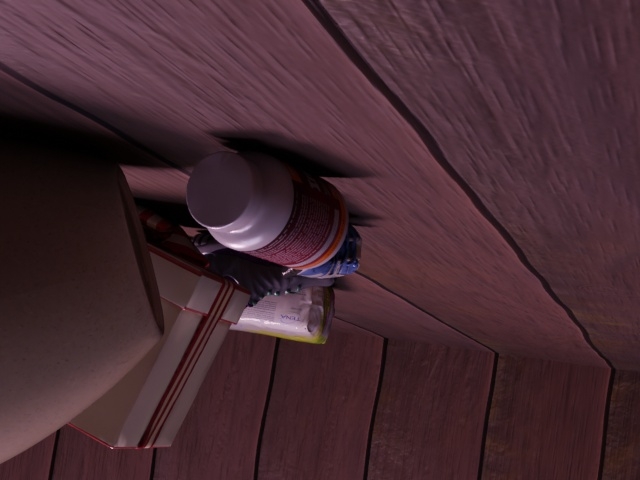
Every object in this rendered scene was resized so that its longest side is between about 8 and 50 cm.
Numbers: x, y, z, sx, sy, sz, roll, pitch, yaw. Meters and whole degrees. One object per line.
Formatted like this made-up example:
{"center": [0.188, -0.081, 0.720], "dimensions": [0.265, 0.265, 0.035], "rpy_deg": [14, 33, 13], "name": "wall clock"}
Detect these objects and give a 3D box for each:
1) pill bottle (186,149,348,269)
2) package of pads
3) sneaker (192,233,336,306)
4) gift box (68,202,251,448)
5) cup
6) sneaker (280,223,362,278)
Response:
{"center": [-0.045, -0.028, 1.181], "dimensions": [0.086, 0.086, 0.152], "rpy_deg": [5, 172, 29], "name": "pill bottle"}
{"center": [-0.096, 0.097, 2.206], "dimensions": [0.229, 0.101, 0.296], "rpy_deg": [8, 174, 7], "name": "package of pads"}
{"center": [-0.080, 0.056, 1.858], "dimensions": [0.224, 0.098, 0.083], "rpy_deg": [13, 172, -32], "name": "sneaker"}
{"center": [-0.263, 0.077, 1.662], "dimensions": [0.276, 0.258, 0.255], "rpy_deg": [28, 178, 9], "name": "gift box"}
{"center": [-0.277, 0.039, 1.274], "dimensions": [0.237, 0.331, 0.331], "rpy_deg": [-14, 174, -2], "name": "cup"}
{"center": [0.000, 0.000, 1.442], "dimensions": [0.081, 0.080, 0.211], "rpy_deg": [2, -178, 4], "name": "sneaker"}
